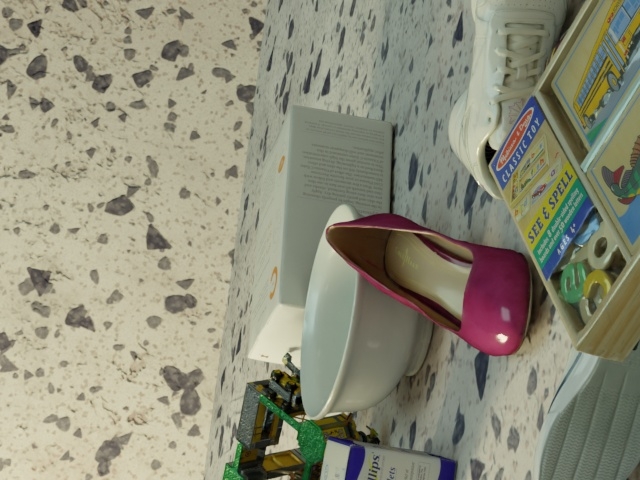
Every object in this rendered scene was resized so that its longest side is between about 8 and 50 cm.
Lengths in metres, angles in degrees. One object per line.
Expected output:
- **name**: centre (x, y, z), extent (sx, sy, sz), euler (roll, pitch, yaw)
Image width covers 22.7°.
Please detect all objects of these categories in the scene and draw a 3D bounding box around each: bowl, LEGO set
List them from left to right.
- **LEGO set**: centre (-0.004, 0.340, 2.356), extent (0.255, 0.192, 0.331), euler (23, 113, 47)
- **bowl**: centre (0.070, 0.104, 2.158), extent (0.298, 0.134, 0.298), euler (-172, 90, -78)

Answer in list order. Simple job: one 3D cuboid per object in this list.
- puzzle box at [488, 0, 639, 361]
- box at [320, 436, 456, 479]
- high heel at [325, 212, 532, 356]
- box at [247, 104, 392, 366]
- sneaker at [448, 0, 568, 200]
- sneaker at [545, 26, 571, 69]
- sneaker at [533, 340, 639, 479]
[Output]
- **puzzle box**: centre (0.286, -0.138, 1.315), extent (0.409, 0.052, 0.272), euler (-62, 26, 30)
- **box**: centre (0.081, 0.289, 1.960), extent (0.126, 0.137, 0.072), euler (167, 112, -77)
- **high heel**: centre (0.121, 0.048, 1.852), extent (0.377, 0.181, 0.127), euler (-148, 68, -77)
- **box**: centre (0.000, 0.000, 2.469), extent (0.215, 0.168, 0.345), euler (120, 157, -60)
- **sneaker**: centre (0.224, -0.185, 1.768), extent (0.152, 0.114, 0.305), euler (-107, 19, -54)
- **sneaker**: centre (0.260, -0.139, 1.621), extent (0.084, 0.070, 0.185), euler (115, 160, -67)
- **sneaker**: centre (0.259, 0.119, 1.428), extent (0.091, 0.094, 0.258), euler (-93, 24, -77)
